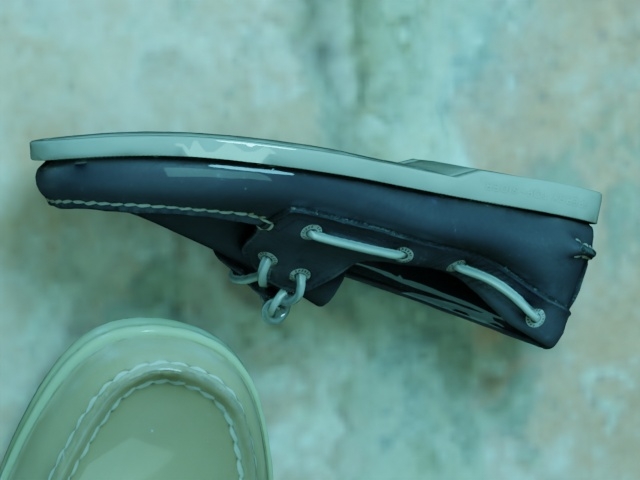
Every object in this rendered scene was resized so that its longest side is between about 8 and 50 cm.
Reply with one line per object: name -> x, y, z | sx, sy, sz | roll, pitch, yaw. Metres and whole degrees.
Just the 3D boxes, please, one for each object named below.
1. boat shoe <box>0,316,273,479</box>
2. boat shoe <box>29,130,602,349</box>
boat shoe -> -0.075, 0.179, 0.652 | 0.109, 0.098, 0.302 | 13, 94, -15
boat shoe -> 0.000, 0.000, 0.659 | 0.206, 0.075, 0.065 | 7, 93, -19
